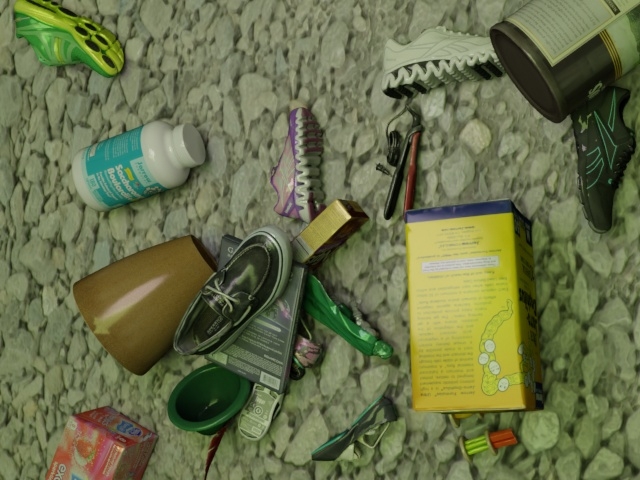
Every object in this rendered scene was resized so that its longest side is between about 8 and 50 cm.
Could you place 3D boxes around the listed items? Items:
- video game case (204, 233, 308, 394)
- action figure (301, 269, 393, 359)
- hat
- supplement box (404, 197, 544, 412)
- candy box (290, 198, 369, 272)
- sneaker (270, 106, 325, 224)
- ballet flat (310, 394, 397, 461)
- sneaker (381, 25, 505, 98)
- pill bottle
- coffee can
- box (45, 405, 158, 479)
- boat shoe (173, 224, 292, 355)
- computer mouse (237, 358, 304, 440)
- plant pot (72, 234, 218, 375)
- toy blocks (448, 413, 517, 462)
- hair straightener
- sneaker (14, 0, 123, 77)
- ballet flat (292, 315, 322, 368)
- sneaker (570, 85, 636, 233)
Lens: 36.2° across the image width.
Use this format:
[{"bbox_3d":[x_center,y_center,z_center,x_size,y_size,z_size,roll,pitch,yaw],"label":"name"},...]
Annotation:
[{"bbox_3d":[-0.131,0.146,1.933,0.196,0.026,0.274,21,111,27],"label":"video game case"},{"bbox_3d":[0.049,0.154,1.904,0.232,0.137,0.063,40,65,21],"label":"action figure"},{"bbox_3d":[-0.213,0.384,2.044,0.209,0.183,0.173,-31,39,-10],"label":"hat"},{"bbox_3d":[0.275,0.126,1.738,0.195,0.194,0.356,-6,78,21],"label":"supplement box"},{"bbox_3d":[0.000,0.000,1.922,0.187,0.109,0.053,-43,75,16],"label":"candy box"},{"bbox_3d":[-0.055,-0.147,1.958,0.105,0.095,0.236,-2,90,29],"label":"sneaker"},{"bbox_3d":[0.071,0.387,1.913,0.203,0.074,0.074,-42,75,14],"label":"ballet flat"},{"bbox_3d":[0.248,-0.353,1.836,0.292,0.110,0.118,-9,77,21],"label":"sneaker"},{"bbox_3d":[-0.376,-0.162,2.051,0.264,0.146,0.146,-18,83,21],"label":"pill bottle"},{"bbox_3d":[0.457,-0.360,1.662,0.275,0.201,0.201,-36,77,2],"label":"coffee can"},{"bbox_3d":[-0.489,0.526,2.090,0.154,0.142,0.299,26,99,19],"label":"box"},{"bbox_3d":[-0.168,0.113,1.861,0.121,0.119,0.335,43,121,17],"label":"boat shoe"},{"bbox_3d":[-0.110,0.316,2.000,0.106,0.042,0.193,26,93,15],"label":"computer mouse"},{"bbox_3d":[-0.332,0.108,2.005,0.254,0.237,0.237,-36,77,4],"label":"plant pot"},{"bbox_3d":[0.324,0.335,1.820,0.148,0.054,0.123,-23,80,19],"label":"toy blocks"},{"bbox_3d":[0.144,-0.151,1.899,0.089,0.047,0.230,7,92,21],"label":"hair straightener"},{"bbox_3d":[-0.553,-0.433,2.161,0.296,0.109,0.123,33,124,17],"label":"sneaker"},{"bbox_3d":[-0.081,0.165,1.975,0.221,0.077,0.079,40,85,21],"label":"ballet flat"},{"bbox_3d":[0.504,-0.146,1.731,0.106,0.101,0.267,-5,88,19],"label":"sneaker"}]
